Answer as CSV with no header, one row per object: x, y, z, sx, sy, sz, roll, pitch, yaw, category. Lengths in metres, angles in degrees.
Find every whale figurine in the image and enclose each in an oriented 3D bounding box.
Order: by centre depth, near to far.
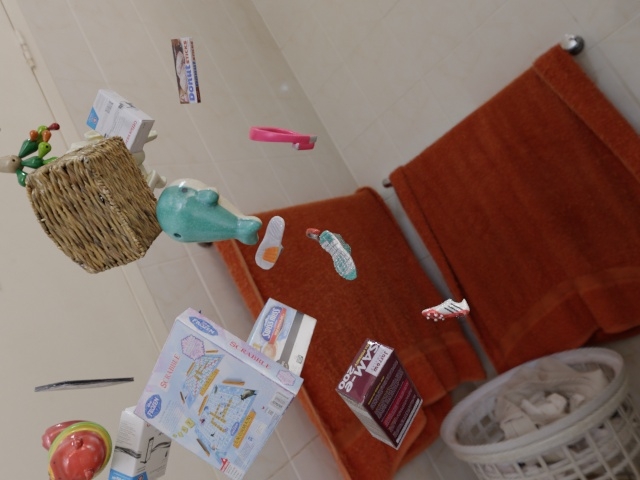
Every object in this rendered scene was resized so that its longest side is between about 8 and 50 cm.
-0.293,-0.046,1.131,0.216,0.272,0.141,116,175,-53,whale figurine

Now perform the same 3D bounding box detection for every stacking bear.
-0.628,0.557,1.131,0.164,0.175,0.289,-13,-11,-32,stacking bear

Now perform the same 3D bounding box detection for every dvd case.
-0.722,0.444,1.343,0.164,0.018,0.221,-17,-22,27,dvd case

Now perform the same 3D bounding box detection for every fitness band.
-0.136,-0.378,1.604,0.291,0.209,0.054,-28,-50,-64,fitness band

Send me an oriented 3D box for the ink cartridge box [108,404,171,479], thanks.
-0.503,0.581,1.247,0.086,0.203,0.148,9,-3,21,ink cartridge box

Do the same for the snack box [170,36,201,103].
-0.391,-0.492,1.270,0.064,0.178,0.022,5,21,21,snack box

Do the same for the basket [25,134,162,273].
-0.585,-0.091,1.154,0.213,0.299,0.223,-19,26,7,basket

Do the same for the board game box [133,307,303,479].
-0.250,0.371,1.035,0.319,0.318,0.066,-60,-4,20,board game box

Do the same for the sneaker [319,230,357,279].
0.068,0.039,1.273,0.076,0.166,0.065,-3,-33,-50,sneaker

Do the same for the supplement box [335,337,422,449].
0.133,0.332,0.933,0.073,0.239,0.130,14,56,40,supplement box

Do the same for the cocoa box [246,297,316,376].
-0.193,0.455,1.757,0.231,0.228,0.347,-60,6,39,cocoa box

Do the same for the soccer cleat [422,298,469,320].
0.227,0.124,0.792,0.083,0.036,0.029,-6,-35,11,soccer cleat

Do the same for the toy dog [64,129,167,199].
-0.797,-0.212,1.740,0.284,0.408,0.395,8,32,16,toy dog

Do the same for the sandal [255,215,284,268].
-0.203,0.011,1.939,0.076,0.102,0.265,-24,-37,-60,sandal

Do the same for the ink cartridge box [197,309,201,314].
-0.526,0.425,1.745,0.223,0.045,0.224,-50,-26,-65,ink cartridge box

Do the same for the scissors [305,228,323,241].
0.000,0.000,1.566,0.109,0.021,0.297,11,-9,0,scissors

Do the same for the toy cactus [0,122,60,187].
-0.773,-0.206,1.162,0.180,0.219,0.112,-4,-6,0,toy cactus

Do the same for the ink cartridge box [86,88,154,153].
-0.702,-0.415,1.530,0.140,0.190,0.082,-55,-2,21,ink cartridge box
